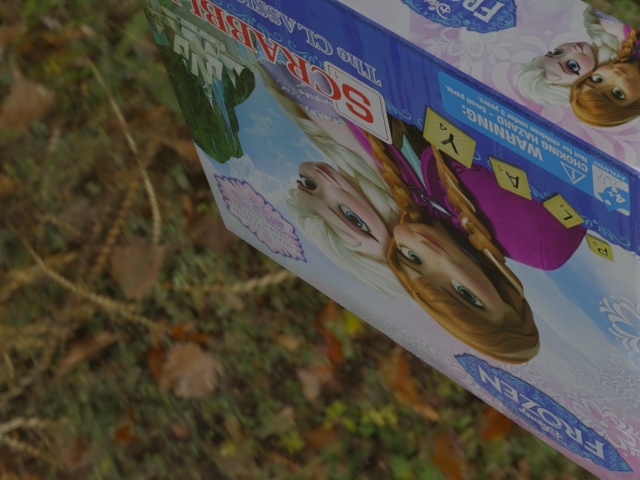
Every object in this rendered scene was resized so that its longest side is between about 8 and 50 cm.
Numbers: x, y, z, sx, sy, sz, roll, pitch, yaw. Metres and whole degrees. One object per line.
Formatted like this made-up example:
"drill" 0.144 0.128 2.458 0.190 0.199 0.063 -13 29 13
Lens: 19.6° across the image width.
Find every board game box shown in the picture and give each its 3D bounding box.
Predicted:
"board game box" 0.052 -0.036 0.926 0.066 0.319 0.318 -47 150 -18
